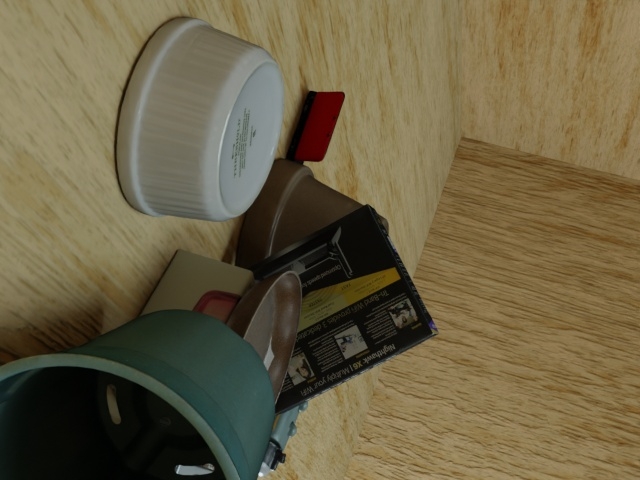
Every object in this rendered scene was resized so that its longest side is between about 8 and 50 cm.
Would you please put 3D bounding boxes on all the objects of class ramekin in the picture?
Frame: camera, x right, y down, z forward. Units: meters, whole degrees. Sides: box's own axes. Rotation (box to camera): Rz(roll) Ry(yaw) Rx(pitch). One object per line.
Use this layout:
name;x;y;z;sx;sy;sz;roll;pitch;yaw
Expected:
ramekin;-0.144;-0.148;1.216;0.273;0.127;0.273;16;90;-76

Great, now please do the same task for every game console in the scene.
game console;-0.001;-0.207;1.776;0.124;0.085;0.144;51;56;-72

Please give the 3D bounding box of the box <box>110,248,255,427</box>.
box;-0.193;0.156;1.361;0.149;0.126;0.232;86;25;-52

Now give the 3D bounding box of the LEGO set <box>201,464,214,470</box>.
LEGO set;-0.186;0.392;1.759;0.087;0.093;0.227;59;45;-27

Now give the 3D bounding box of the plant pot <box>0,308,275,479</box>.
plant pot;-0.209;0.241;1.064;0.334;0.341;0.341;-53;156;-75

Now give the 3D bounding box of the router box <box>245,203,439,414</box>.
router box;0.007;0.118;1.554;0.243;0.309;0.081;64;10;11

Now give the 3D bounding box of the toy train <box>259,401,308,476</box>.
toy train;-0.107;0.262;1.670;0.142;0.190;0.334;84;26;-55

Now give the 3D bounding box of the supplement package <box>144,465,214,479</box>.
supplement package;-0.252;0.382;1.370;0.244;0.133;0.139;63;45;-69

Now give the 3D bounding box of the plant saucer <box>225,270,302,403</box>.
plant saucer;-0.105;0.187;1.370;0.310;0.050;0.311;18;90;-77

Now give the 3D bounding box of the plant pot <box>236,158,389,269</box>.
plant pot;0.000;0.000;1.720;0.263;0.229;0.263;15;90;-76
